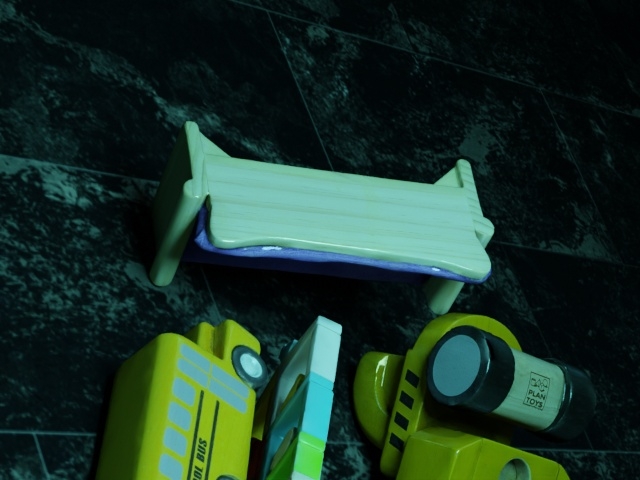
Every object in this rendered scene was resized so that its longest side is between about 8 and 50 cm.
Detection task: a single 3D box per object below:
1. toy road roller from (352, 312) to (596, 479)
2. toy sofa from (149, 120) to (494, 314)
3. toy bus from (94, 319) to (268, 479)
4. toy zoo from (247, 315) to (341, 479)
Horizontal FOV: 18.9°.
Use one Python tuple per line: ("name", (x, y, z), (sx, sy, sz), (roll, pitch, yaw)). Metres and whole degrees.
("toy road roller", (0.147, 0.247, 2.203), (0.202, 0.240, 0.330), (22, 80, -40))
("toy sofa", (0.000, 0.000, 2.130), (0.362, 0.150, 0.177), (6, 47, -20))
("toy bus", (-0.143, 0.210, 1.893), (0.130, 0.108, 0.333), (35, 36, -24))
("toy zoo", (-0.042, 0.206, 1.941), (0.030, 0.192, 0.293), (25, 34, -11))
